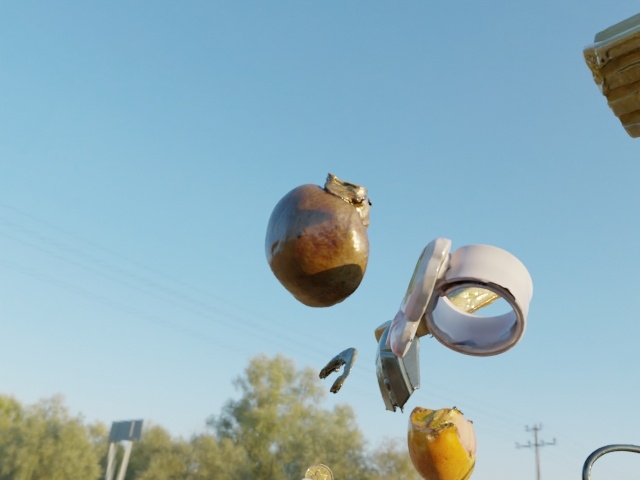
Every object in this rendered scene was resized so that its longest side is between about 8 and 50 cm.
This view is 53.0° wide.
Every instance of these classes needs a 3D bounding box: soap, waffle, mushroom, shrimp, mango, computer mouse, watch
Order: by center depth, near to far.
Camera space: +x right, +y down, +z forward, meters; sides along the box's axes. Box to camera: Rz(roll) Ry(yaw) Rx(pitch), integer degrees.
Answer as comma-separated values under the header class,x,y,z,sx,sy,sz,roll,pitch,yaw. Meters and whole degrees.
class,x,y,z,sx,sy,sz,roll,pitch,yaw
soap,0.518,-0.251,0.870,0.173,0.089,0.274,49,-27,-16
watch,0.258,0.128,1.172,0.218,0.211,0.248,23,-50,10
mango,0.263,0.440,1.360,0.126,0.153,0.252,2,-43,31
mushroom,-0.004,-0.011,1.379,0.263,0.283,0.195,17,-16,49
computer mouse,0.168,0.286,1.475,0.071,0.231,0.126,17,-36,-18
waffle,0.321,0.176,1.650,0.304,0.077,0.348,-23,-7,-26
shrimp,0.039,0.389,1.845,0.035,0.147,0.195,34,-50,-15

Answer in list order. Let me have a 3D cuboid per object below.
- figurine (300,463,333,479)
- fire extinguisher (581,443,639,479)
class,x,y,z,sx,sy,sz,roll,pitch,yaw
figurine,-0.035,0.555,1.231,0.143,0.271,0.143,16,-31,10
fire extinguisher,0.648,0.484,1.234,0.376,0.200,0.113,-15,-42,-14
